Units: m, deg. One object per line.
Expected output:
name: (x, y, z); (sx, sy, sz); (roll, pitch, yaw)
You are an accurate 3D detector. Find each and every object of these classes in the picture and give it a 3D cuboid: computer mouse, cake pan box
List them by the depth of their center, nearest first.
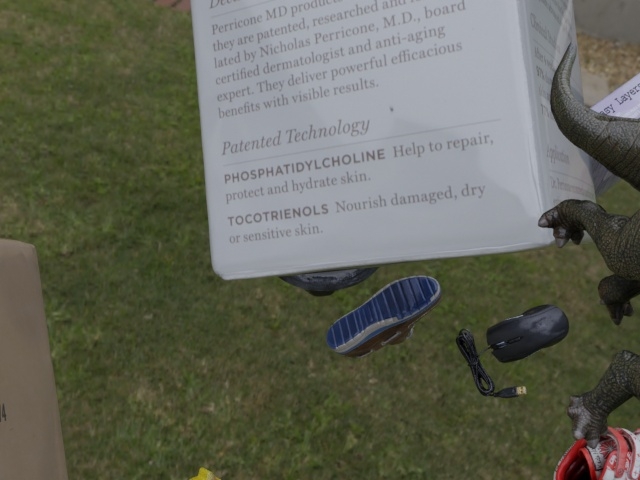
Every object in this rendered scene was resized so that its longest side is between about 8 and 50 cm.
cake pan box: (0.471, -0.159, 1.235); (0.246, 0.267, 0.070); (-34, 68, -5)
computer mouse: (0.445, 0.261, 1.783); (0.060, 0.262, 0.184); (-9, 79, -65)

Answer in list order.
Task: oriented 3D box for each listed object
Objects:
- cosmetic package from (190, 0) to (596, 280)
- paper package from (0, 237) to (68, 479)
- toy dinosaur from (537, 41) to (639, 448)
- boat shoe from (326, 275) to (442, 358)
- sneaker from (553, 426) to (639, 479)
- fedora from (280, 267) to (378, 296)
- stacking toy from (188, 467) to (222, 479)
cosmetic package: (0.090, -0.171, 0.835); (0.327, 0.393, 0.329); (-7, -3, 26)
paper package: (-0.391, 0.150, 0.749); (0.168, 0.309, 0.325); (-8, -3, 3)
toy dinosaur: (0.210, 0.029, 0.428); (0.121, 0.160, 0.313); (6, 72, -31)
boat shoe: (0.099, 0.111, 1.123); (0.066, 0.183, 0.066); (42, 28, -41)
sneaker: (0.426, 0.271, 0.995); (0.145, 0.270, 0.090); (44, 16, -31)
fedora: (0.000, 0.000, 1.713); (0.334, 0.152, 0.334); (1, 53, -2)
stacking toy: (-0.143, 0.315, 0.759); (0.221, 0.052, 0.167); (-23, 23, -37)
